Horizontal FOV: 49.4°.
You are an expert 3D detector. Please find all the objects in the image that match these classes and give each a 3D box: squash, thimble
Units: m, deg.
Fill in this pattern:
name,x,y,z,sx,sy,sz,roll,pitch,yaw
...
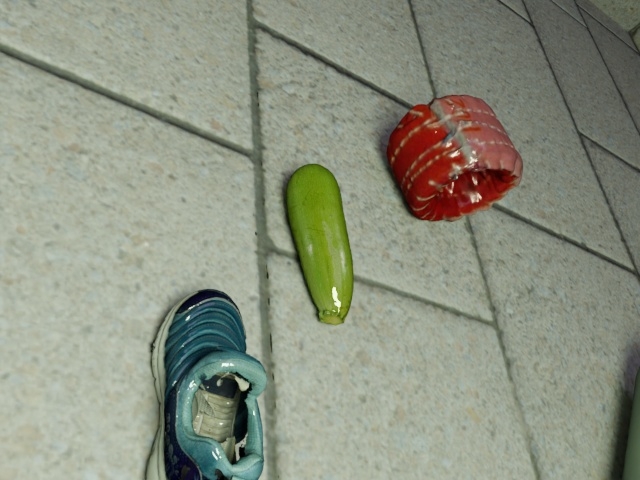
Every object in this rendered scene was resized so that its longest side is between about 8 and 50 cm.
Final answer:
name,x,y,z,sx,sy,sz,roll,pitch,yaw
squash,0.000,0.000,0.793,0.066,0.066,0.201,12,58,-38
thimble,0.189,-0.111,0.986,0.189,0.163,0.125,14,49,-55

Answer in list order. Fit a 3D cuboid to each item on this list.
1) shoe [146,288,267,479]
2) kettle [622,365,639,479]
name,x,y,z,sx,sy,sz,roll,pitch,yaw
shoe,-0.083,0.124,0.575,0.091,0.106,0.207,25,39,-31
kettle,0.519,0.325,0.960,0.205,0.265,0.318,22,35,17
